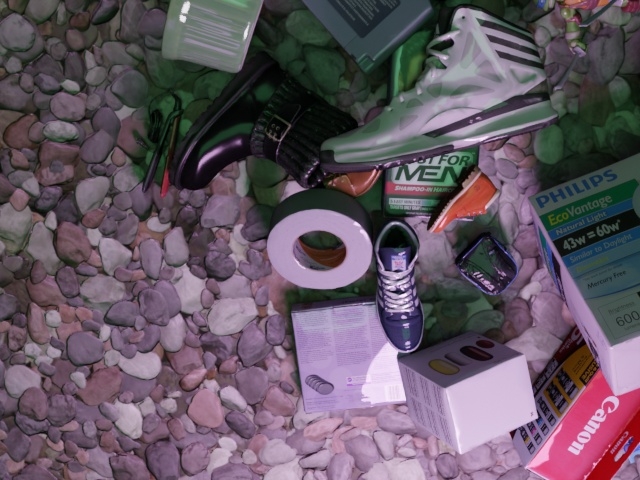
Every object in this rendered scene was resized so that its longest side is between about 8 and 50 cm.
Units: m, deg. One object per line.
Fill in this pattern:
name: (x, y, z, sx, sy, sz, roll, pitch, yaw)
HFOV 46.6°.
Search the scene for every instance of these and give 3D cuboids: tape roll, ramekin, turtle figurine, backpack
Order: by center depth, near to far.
ramekin: (-0.178, -0.460, 1.374, 0.148, 0.303, 0.304, 18, 103, -10)
turtle figurine: (0.551, -0.423, 1.407, 0.266, 0.275, 0.198, -12, 137, 1)
tape roll: (0.000, 0.000, 1.541, 0.219, 0.072, 0.219, 3, 130, 3)
backpack: (0.356, 0.050, 1.578, 0.114, 0.084, 0.105, 43, 102, -3)

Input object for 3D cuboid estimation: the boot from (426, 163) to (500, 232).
boot: (0.279, -0.063, 1.455, 0.084, 0.059, 0.158, 39, 101, -12)

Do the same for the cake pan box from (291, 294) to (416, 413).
cake pan box: (0.079, 0.247, 1.645, 0.266, 0.070, 0.246, -8, 105, 4)

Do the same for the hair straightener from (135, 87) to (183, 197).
hair straightener: (-0.346, -0.209, 1.561, 0.089, 0.047, 0.231, 13, 103, -1)

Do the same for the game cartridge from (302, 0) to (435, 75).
game cartridge: (0.074, -0.482, 1.419, 0.198, 0.062, 0.297, -39, 71, 7)

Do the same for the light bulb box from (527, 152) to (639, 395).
light bulb box: (0.633, 0.038, 1.399, 0.357, 0.361, 0.225, -23, 141, 7)

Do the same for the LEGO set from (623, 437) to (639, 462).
LEGO set: (0.729, 0.410, 1.651, 0.227, 0.087, 0.093, -25, 102, 6)

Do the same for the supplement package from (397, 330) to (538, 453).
supplement package: (0.303, 0.308, 1.552, 0.194, 0.203, 0.149, -19, 104, -19)

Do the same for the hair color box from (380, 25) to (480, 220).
hair color box: (0.225, -0.236, 1.501, 0.185, 0.113, 0.375, 2, 103, 2)

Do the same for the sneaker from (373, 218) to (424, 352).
sneaker: (0.159, 0.090, 1.510, 0.099, 0.153, 0.282, -6, 85, 3)

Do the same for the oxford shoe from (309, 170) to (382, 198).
oxford shoe: (0.049, -0.124, 1.511, 0.212, 0.076, 0.076, -41, 56, 32)

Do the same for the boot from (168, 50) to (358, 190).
boot: (-0.119, -0.176, 1.488, 0.260, 0.131, 0.348, 42, 101, 7)

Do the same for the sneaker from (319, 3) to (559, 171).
sneaker: (0.192, -0.281, 1.373, 0.447, 0.169, 0.258, -15, 94, -2)

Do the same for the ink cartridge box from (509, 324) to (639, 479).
ink cartridge box: (0.547, 0.353, 1.548, 0.130, 0.272, 0.310, 30, 102, -5)
